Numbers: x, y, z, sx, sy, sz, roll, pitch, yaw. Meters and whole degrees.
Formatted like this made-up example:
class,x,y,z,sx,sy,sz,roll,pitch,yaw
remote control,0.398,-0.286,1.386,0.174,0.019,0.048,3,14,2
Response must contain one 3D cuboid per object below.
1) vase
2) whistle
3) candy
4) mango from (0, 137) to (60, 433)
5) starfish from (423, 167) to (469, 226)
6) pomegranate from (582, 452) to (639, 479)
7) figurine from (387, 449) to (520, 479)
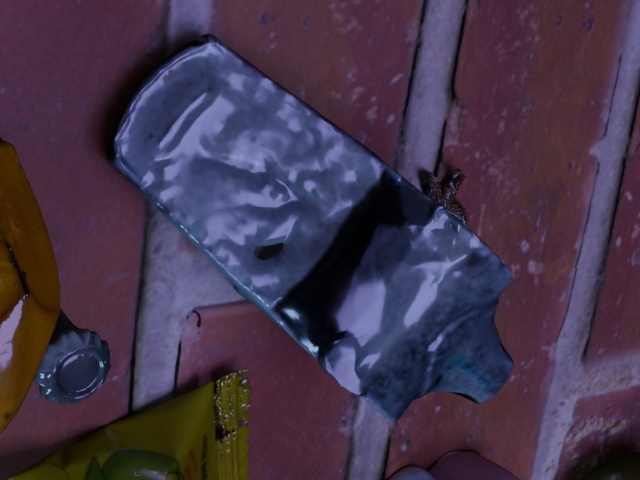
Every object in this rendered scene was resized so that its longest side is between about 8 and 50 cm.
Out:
class,x,y,z,sx,sy,sz,roll,pitch,yaw
vase,-0.219,0.071,1.315,0.081,0.149,0.081,-18,124,-28
whistle,0.006,0.003,1.418,0.168,0.188,0.405,-51,132,-2
candy,-0.177,0.240,1.490,0.297,0.081,0.187,-23,124,-37
mango,-0.266,0.031,1.232,0.126,0.154,0.252,10,75,-75
starfish,0.112,-0.027,1.589,0.078,0.028,0.091,11,109,-34
pomegranate,0.360,0.332,1.890,0.156,0.156,0.220,-29,132,-21
figurine,0.140,0.378,1.639,0.284,0.316,0.206,-24,121,-23
